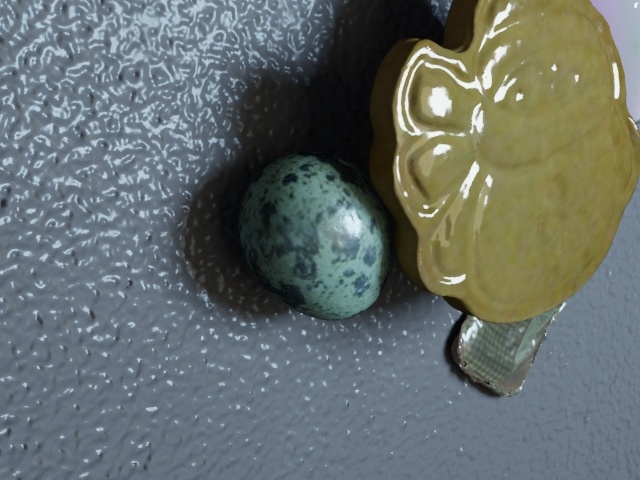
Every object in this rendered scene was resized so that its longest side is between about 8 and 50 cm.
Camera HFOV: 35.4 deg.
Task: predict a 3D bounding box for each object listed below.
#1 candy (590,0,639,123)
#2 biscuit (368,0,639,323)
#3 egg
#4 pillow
[{"bbox_3d":[0.280,-0.249,1.052,0.155,0.116,0.265,-17,110,-31],"label":"candy"},{"bbox_3d":[0.177,-0.088,0.911,0.312,0.057,0.351,-35,119,-29],"label":"biscuit"},{"bbox_3d":[0.000,0.000,0.899,0.132,0.132,0.172,-44,128,-20],"label":"egg"},{"bbox_3d":[0.229,0.071,1.138,0.135,0.034,0.211,32,83,-37],"label":"pillow"}]
